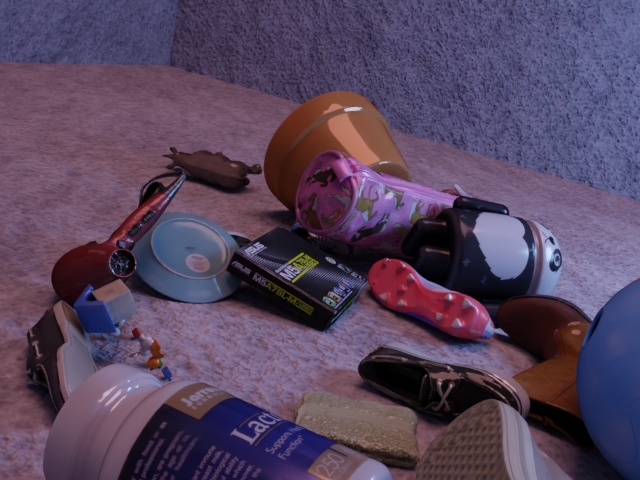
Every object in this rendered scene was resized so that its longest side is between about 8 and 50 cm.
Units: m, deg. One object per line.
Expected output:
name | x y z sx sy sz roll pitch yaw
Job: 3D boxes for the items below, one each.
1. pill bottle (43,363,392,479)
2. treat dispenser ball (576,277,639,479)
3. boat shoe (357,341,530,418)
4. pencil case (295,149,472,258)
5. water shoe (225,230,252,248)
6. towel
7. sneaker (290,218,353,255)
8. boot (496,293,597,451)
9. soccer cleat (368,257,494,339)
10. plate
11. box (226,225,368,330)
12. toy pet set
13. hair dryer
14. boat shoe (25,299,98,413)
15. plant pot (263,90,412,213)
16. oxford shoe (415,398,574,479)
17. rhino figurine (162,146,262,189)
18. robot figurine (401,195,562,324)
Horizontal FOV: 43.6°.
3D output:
pill bottle | -0.087 0.207 0.661 0.265 0.153 0.153 19 19 22
treat dispenser ball | 0.444 0.166 0.917 0.288 0.288 0.288 11 17 -4
boat shoe | 0.151 0.190 1.014 0.219 0.077 0.070 13 15 30
pencil case | 0.135 -0.055 1.510 0.386 0.167 0.160 11 9 -40
water shoe | -0.188 0.017 1.320 0.203 0.073 0.080 -1 24 -35
towel | 0.042 0.216 0.929 0.148 0.027 0.110 12 18 1
sneaker | 0.000 0.000 1.552 0.135 0.052 0.058 26 42 21
boot | 0.325 0.187 1.170 0.264 0.096 0.280 31 32 30
soccer cleat | 0.177 0.101 1.326 0.248 0.083 0.095 24 -9 46
plate | -0.205 0.018 1.250 0.188 0.024 0.188 16 42 -15
box | -0.032 0.055 1.288 0.184 0.045 0.191 33 21 10
toy pet set | -0.248 0.113 0.974 0.065 0.114 0.122 -28 32 -22
hair dryer | -0.286 -0.007 1.112 0.080 0.223 0.293 40 10 -22
boat shoe | -0.297 0.145 0.905 0.065 0.075 0.206 -34 33 -2
plant pot | 0.055 -0.135 1.670 0.291 0.291 0.203 -2 39 -38
oxford shoe | 0.141 0.279 0.623 0.130 0.169 0.449 49 21 -3
rhino figurine | -0.267 -0.175 1.868 0.243 0.073 0.106 17 15 19
robot figurine | 0.289 0.033 1.418 0.278 0.209 0.173 8 5 -13
